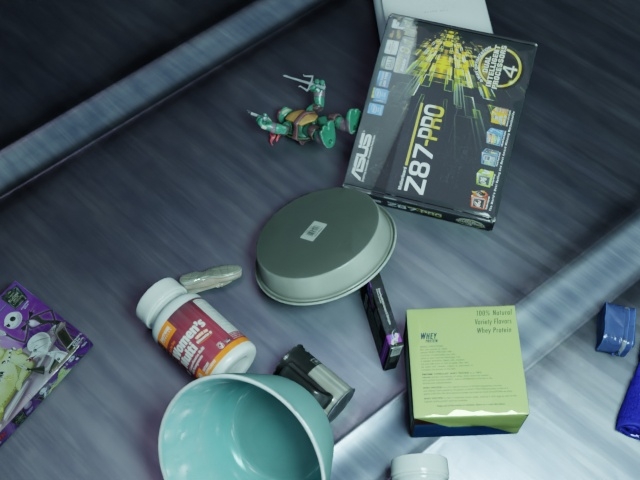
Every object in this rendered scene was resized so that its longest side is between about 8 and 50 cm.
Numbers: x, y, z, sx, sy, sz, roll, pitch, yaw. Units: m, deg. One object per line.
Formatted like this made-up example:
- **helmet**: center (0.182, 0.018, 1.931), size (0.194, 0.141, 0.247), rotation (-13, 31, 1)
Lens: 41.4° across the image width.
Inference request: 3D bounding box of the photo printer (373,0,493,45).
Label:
- **photo printer**: center (0.255, -0.520, 1.945), size (0.256, 0.107, 0.307), rotation (-5, 63, -1)

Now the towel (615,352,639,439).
- **towel**: center (0.694, 0.252, 1.545), size (0.227, 0.076, 0.308), rotation (22, 65, 12)

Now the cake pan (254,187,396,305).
- **cake pan**: center (0.000, 0.000, 1.645), size (0.293, 0.054, 0.293), rotation (-15, 40, 13)

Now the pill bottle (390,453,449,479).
- **pill bottle**: center (0.172, 0.473, 1.424), size (0.119, 0.119, 0.208), rotation (-1, 62, 1)

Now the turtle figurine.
- **turtle figurine**: center (-0.035, -0.264, 1.805), size (0.234, 0.118, 0.175), rotation (24, 63, 39)

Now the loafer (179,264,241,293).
- **loafer**: center (-0.217, 0.080, 1.694), size (0.125, 0.039, 0.045), rotation (-11, 30, -7)

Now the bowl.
- **bowl**: center (-0.101, 0.352, 1.432), size (0.311, 0.163, 0.311), rotation (4, 101, 24)

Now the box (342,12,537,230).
- **box**: center (0.248, -0.247, 1.756), size (0.318, 0.097, 0.395), rotation (15, 81, 10)

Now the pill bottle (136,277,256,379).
- **pill bottle**: center (-0.237, 0.175, 1.592), size (0.221, 0.121, 0.121), rotation (39, 70, 19)

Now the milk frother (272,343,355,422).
- **milk frother**: center (-0.037, 0.290, 1.551), size (0.135, 0.129, 0.143), rotation (38, 113, 19)

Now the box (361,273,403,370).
- **box**: center (0.115, 0.149, 1.596), size (0.029, 0.116, 0.162), rotation (-13, 63, -10)

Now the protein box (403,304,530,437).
- **protein box**: center (0.256, 0.238, 1.534), size (0.200, 0.136, 0.201), rotation (-2, 63, 2)

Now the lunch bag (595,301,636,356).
- **lunch bag**: center (0.560, 0.171, 1.596), size (0.065, 0.067, 0.098), rotation (10, 64, 8)

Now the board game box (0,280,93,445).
- **board game box**: center (-0.627, 0.264, 1.604), size (0.208, 0.056, 0.347), rotation (31, 68, 21)
